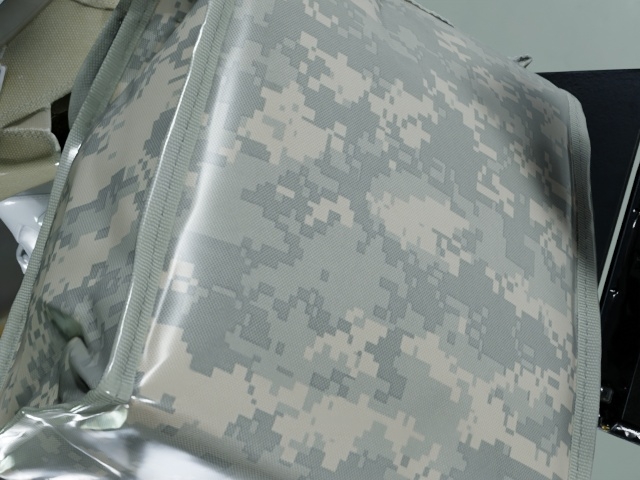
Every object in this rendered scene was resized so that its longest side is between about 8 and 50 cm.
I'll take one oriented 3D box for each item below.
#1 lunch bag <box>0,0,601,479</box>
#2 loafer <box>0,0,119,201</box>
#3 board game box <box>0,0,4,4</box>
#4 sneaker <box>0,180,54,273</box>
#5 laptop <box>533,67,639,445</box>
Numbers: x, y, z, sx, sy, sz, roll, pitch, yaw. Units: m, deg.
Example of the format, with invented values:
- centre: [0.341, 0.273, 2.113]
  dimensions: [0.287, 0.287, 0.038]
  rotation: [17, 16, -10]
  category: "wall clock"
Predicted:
- centre: [0.000, 0.000, 0.638]
  dimensions: [0.235, 0.287, 0.169]
  rotation: [27, 149, -25]
  category: "lunch bag"
- centre: [-0.171, -0.064, 0.772]
  dimensions: [0.268, 0.102, 0.092]
  rotation: [-43, 79, 15]
  category: "loafer"
- centre: [-0.212, -0.165, 1.129]
  dimensions: [0.224, 0.097, 0.303]
  rotation: [1, 141, 3]
  category: "board game box"
- centre: [-0.193, -0.041, 1.050]
  dimensions: [0.210, 0.137, 0.366]
  rotation: [40, 161, -12]
  category: "sneaker"
- centre: [0.197, 0.023, 0.893]
  dimensions: [0.264, 0.234, 0.136]
  rotation: [22, 163, -9]
  category: "laptop"
